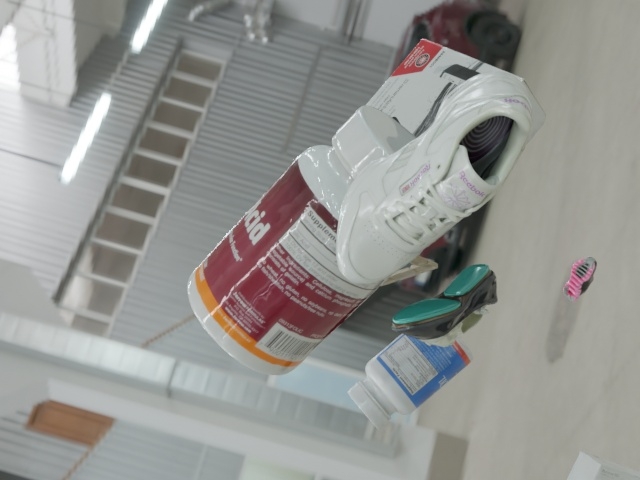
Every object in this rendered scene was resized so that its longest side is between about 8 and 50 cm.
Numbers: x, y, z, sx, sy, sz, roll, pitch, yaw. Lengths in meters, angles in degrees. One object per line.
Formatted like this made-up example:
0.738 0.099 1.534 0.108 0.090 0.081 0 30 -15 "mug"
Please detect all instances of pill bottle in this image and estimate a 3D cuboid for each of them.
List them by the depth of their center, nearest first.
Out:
0.000 0.000 1.583 0.392 0.224 0.224 -46 9 20 "pill bottle"
0.161 0.242 1.933 0.221 0.124 0.124 -40 -3 -2 "pill bottle"

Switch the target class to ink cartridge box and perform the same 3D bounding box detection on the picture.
0.234 -0.224 1.886 0.197 0.273 0.114 -50 -45 -5 "ink cartridge box"

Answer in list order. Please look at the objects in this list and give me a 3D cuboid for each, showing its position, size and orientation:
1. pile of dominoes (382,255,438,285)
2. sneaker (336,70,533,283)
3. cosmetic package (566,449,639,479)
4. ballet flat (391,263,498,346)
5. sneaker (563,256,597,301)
0.087 0.036 2.155 0.251 0.196 0.040 -21 53 46 "pile of dominoes"
0.122 -0.062 1.195 0.305 0.114 0.152 -50 15 16 "sneaker"
0.500 0.422 1.695 0.060 0.239 0.098 27 94 63 "cosmetic package"
0.167 0.096 1.348 0.203 0.074 0.074 -29 -36 -45 "ballet flat"
0.547 0.075 2.175 0.047 0.057 0.119 53 144 30 "sneaker"
